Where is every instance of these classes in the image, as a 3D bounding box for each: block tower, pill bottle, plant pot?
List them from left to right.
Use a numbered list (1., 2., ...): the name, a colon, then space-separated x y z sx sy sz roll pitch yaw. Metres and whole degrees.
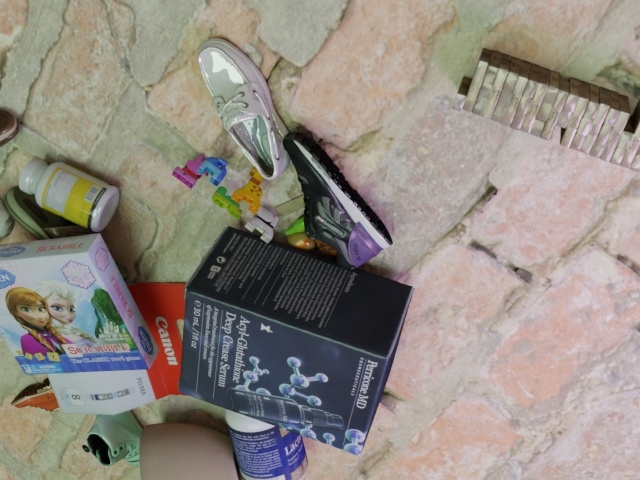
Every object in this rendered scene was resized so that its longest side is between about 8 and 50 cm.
1. pill bottle: -0.511 -0.097 1.785 0.184 0.103 0.103 25 122 4
2. plant pot: -0.271 0.534 1.976 0.190 0.284 0.284 -14 114 2
3. pill bottle: -0.122 0.405 1.906 0.153 0.153 0.265 -2 117 19
4. block tower: 0.392 -0.217 1.438 0.335 0.091 0.097 19 121 7

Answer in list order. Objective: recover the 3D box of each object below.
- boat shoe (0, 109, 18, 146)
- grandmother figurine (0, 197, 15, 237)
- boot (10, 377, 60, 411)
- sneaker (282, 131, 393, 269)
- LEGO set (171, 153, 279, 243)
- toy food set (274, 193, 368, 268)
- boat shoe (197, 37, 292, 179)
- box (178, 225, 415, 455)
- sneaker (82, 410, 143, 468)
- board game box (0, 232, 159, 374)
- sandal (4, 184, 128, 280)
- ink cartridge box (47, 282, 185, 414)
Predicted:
1. boat shoe: -0.732 -0.195 1.815 0.257 0.095 0.095 -14 149 8
2. grandmother figurine: -0.785 -0.024 1.893 0.342 0.104 0.207 -10 156 31
3. boot: -0.680 0.390 2.136 0.157 0.059 0.085 -20 115 25
4. sneaker: 0.002 -0.064 1.620 0.124 0.107 0.283 -36 102 14
5. LEGO set: -0.157 -0.109 1.682 0.227 0.093 0.087 36 145 -4
6. toy food set: 0.000 0.000 1.712 0.132 0.038 0.192 -25 108 27
7. boat shoe: -0.139 -0.235 1.594 0.098 0.096 0.277 -26 107 28
8. box: -0.054 0.195 1.714 0.395 0.212 0.294 17 130 8
9. sneaker: -0.458 0.512 2.074 0.094 0.151 0.256 -27 108 26
10. board game box: -0.537 0.141 1.816 0.318 0.066 0.318 -6 126 20
11. sandal: -0.523 -0.016 1.832 0.302 0.120 0.086 42 106 -8
12. ink cartridge box: -0.446 0.247 1.962 0.384 0.091 0.308 -2 117 20
